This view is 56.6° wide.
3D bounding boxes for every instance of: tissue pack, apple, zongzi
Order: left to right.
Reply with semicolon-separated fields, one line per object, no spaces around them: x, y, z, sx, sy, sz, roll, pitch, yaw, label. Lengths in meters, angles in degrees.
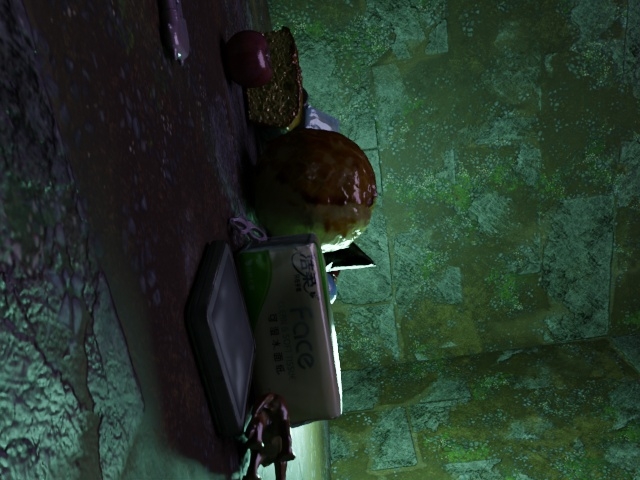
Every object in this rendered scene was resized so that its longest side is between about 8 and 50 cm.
-0.197;-0.489;1.606;0.153;0.119;0.154;-6;90;-82;apple
-0.070;0.196;1.432;0.332;0.205;0.406;-115;-163;-85;tissue pack
-0.020;-0.310;2.035;0.177;0.089;0.264;14;71;-45;tissue pack
0.000;0.000;2.047;0.384;0.361;0.319;-98;-163;-53;zongzi

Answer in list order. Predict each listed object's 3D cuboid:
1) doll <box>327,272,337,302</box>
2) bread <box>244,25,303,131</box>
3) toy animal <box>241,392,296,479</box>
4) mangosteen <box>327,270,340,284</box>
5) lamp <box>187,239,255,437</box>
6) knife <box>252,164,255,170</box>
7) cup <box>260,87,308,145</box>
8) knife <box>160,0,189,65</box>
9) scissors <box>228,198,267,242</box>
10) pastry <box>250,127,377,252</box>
-0.058;0.141;1.738;0.314;0.177;0.141;-13;-120;68;doll
-0.153;-0.498;1.931;0.179;0.194;0.341;109;-24;-83;bread
-0.104;0.378;1.149;0.158;0.097;0.313;-98;-169;-45;toy animal
-0.024;0.121;2.317;0.228;0.228;0.266;79;-9;-50;mangosteen
-0.169;0.166;1.062;0.269;0.047;0.267;-92;174;-64;lamp
-0.196;-0.200;1.894;0.121;0.018;0.031;78;12;-53;knife
-0.156;-0.455;2.193;0.258;0.186;0.234;51;-25;32;cup
-0.264;-0.500;1.015;0.132;0.038;0.399;-32;115;-84;knife
-0.181;-0.055;1.405;0.015;0.100;0.189;-54;-150;19;scissors
-0.013;-0.158;1.727;0.313;0.388;0.389;123;-32;-51;pastry
